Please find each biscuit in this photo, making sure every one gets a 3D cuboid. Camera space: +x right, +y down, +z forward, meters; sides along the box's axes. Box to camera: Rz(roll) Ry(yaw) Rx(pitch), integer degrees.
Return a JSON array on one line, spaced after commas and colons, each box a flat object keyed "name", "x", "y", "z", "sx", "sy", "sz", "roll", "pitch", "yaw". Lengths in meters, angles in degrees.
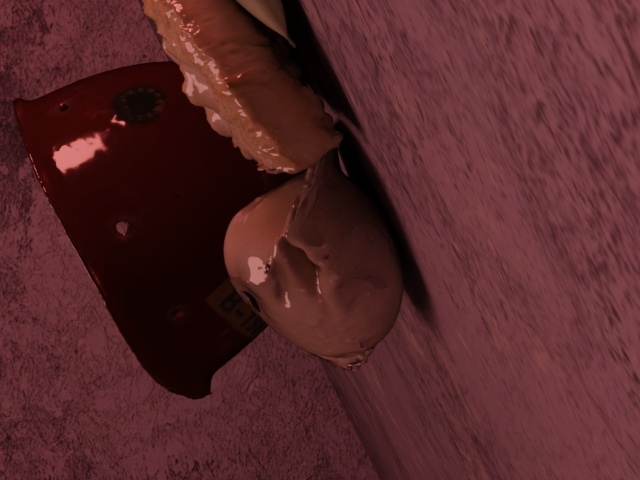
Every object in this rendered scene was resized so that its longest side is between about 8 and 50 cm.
[{"name": "biscuit", "x": -0.078, "y": -0.149, "z": 1.228, "sx": 0.179, "sy": 0.084, "sz": 0.281, "roll": 53, "pitch": -178, "yaw": -19}]

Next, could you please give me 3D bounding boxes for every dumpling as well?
[{"name": "dumpling", "x": 0.000, "y": 0.000, "z": 1.275, "sx": 0.247, "sy": 0.142, "sz": 0.172, "roll": 80, "pitch": -164, "yaw": -59}]

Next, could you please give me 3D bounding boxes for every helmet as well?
[{"name": "helmet", "x": -0.117, "y": -0.037, "z": 1.596, "sx": 0.337, "sy": 0.230, "sz": 0.385, "roll": 61, "pitch": -176, "yaw": 31}]

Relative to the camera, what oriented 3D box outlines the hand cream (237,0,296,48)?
[{"name": "hand cream", "x": -0.102, "y": -0.263, "z": 1.061, "sx": 0.306, "sy": 0.093, "sz": 0.147, "roll": 51, "pitch": -173, "yaw": -46}]
